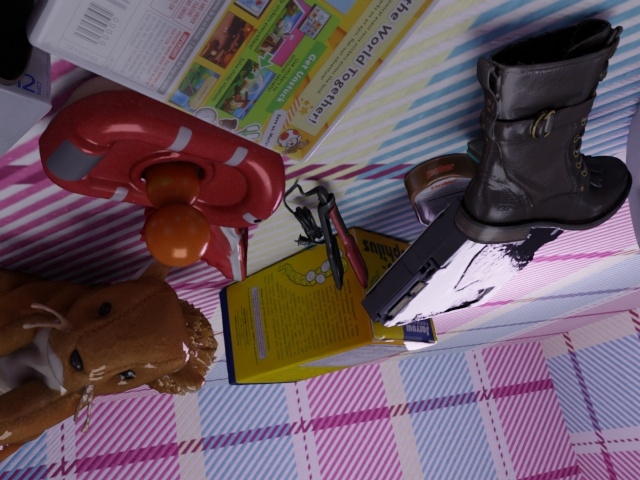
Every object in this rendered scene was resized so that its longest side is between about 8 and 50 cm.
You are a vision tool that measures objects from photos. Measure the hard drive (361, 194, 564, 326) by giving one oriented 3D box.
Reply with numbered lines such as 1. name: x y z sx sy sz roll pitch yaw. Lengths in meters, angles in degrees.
1. hard drive: 0.245 0.029 0.895 0.339 0.064 0.236 -5 141 -47

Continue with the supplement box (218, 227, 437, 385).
1. supplement box: 0.002 0.140 1.047 0.357 0.195 0.194 -25 155 36

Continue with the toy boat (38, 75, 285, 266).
1. toy boat: -0.137 -0.047 0.530 0.231 0.151 0.151 10 152 -44

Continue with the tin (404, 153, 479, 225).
1. tin: 0.184 -0.068 0.811 0.106 0.040 0.190 -20 159 12

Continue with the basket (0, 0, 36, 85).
1. basket: -0.250 -0.149 0.204 0.227 0.154 0.204 0 172 -17

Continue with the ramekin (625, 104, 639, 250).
1. ramekin: 0.461 -0.058 0.648 0.135 0.276 0.277 -8 162 16

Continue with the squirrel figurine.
1. squirrel figurine: -0.317 0.136 0.806 0.371 0.280 0.397 -19 175 25

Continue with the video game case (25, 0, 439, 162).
1. video game case: -0.017 -0.163 0.321 0.206 0.026 0.227 17 123 -44

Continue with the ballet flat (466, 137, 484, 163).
1. ballet flat: 0.255 -0.106 0.721 0.068 0.072 0.213 -50 146 18

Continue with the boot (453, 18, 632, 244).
1. boot: 0.260 -0.113 0.580 0.263 0.091 0.228 -17 136 -20

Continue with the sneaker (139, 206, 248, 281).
1. sneaker: -0.166 -0.012 0.746 0.128 0.086 0.221 -1 147 -3

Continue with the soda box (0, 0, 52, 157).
1. soda box: -0.317 -0.086 0.420 0.286 0.091 0.098 -25 156 34

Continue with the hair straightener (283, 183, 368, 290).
1. hair straightener: 0.000 0.000 0.796 0.089 0.047 0.230 -7 143 18
